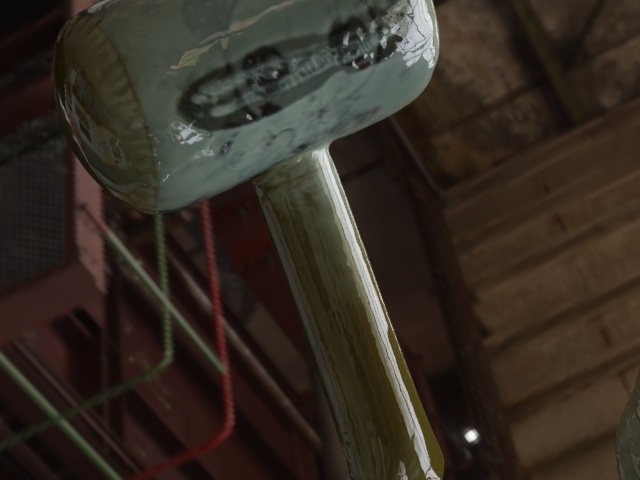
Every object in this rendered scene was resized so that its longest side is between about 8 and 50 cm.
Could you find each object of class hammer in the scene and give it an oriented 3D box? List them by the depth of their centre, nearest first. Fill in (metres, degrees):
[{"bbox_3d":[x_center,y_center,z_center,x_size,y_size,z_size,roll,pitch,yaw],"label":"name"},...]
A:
[{"bbox_3d":[0.000,0.000,0.811,0.202,0.305,0.113,-25,-170,-21],"label":"hammer"}]

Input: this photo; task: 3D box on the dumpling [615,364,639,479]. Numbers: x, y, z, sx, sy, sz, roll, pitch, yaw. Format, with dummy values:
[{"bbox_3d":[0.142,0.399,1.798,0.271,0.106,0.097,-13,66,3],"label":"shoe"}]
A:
[{"bbox_3d":[0.284,0.118,0.977,0.318,0.243,0.187,-25,-166,40],"label":"dumpling"}]
